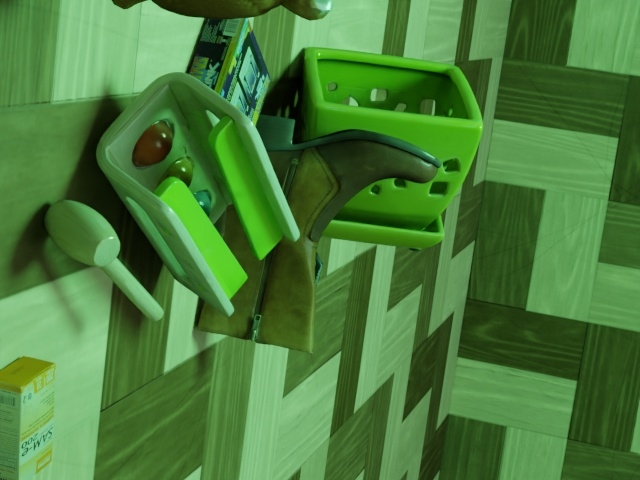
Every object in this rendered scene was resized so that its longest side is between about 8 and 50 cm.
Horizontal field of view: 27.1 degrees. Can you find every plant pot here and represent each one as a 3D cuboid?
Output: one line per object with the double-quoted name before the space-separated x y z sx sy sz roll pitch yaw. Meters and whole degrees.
"plant pot" 0.078 -0.119 1.797 0.228 0.227 0.207 -97 -165 -63

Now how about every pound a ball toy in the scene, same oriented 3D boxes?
"pound a ball toy" -0.158 -0.027 1.325 0.208 0.136 0.319 -49 157 -12

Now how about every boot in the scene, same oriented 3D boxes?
"boot" 0.000 0.000 1.612 0.096 0.264 0.280 -159 -104 -80

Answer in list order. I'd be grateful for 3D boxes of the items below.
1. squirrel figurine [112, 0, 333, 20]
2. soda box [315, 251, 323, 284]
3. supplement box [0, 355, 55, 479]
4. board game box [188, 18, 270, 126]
"squirrel figurine" -0.053 -0.351 1.088 0.397 0.281 0.370 23 69 -80
"soda box" -0.045 0.020 1.830 0.169 0.060 0.053 64 38 -64
"supplement box" -0.265 0.160 1.173 0.062 0.036 0.098 -41 139 -66
"board game box" -0.112 -0.150 1.498 0.141 0.048 0.170 72 31 -64
